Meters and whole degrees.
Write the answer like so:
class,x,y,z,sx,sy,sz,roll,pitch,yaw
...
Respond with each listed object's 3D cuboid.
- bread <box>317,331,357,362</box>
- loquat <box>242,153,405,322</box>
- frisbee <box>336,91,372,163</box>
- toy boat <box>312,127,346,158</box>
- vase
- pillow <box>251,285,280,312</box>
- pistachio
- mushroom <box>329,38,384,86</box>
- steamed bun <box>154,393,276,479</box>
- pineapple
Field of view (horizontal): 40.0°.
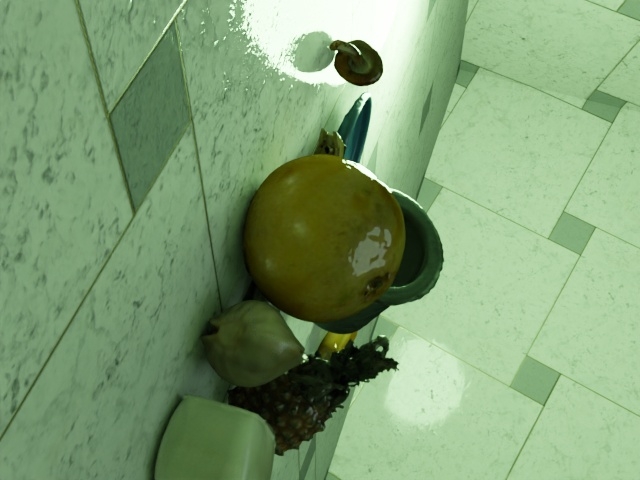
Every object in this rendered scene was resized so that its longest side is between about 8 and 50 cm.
class,x,y,z,sx,sy,sz,roll,pitch,yaw
bread,0.047,0.275,2.394,0.239,0.073,0.093,-53,140,-66
loquat,0.000,0.000,1.365,0.263,0.263,0.263,16,90,-79
frisbee,0.042,-0.169,1.804,0.289,0.049,0.290,17,90,-82
toy boat,-0.008,-0.105,1.627,0.072,0.064,0.206,-5,112,-61
vase,0.082,0.067,1.754,0.245,0.245,0.291,-68,-174,-31
pillow,-0.092,0.103,1.499,0.119,0.053,0.208,94,7,-78
pistachio,-0.102,0.156,1.305,0.223,0.152,0.126,140,-34,-75
mushroom,0.055,-0.333,1.604,0.129,0.072,0.088,23,78,-41
steamed bun,-0.152,0.342,1.299,0.242,0.146,0.164,83,21,-63
pineapple,-0.018,0.239,1.436,0.361,0.175,0.175,-37,-163,41
